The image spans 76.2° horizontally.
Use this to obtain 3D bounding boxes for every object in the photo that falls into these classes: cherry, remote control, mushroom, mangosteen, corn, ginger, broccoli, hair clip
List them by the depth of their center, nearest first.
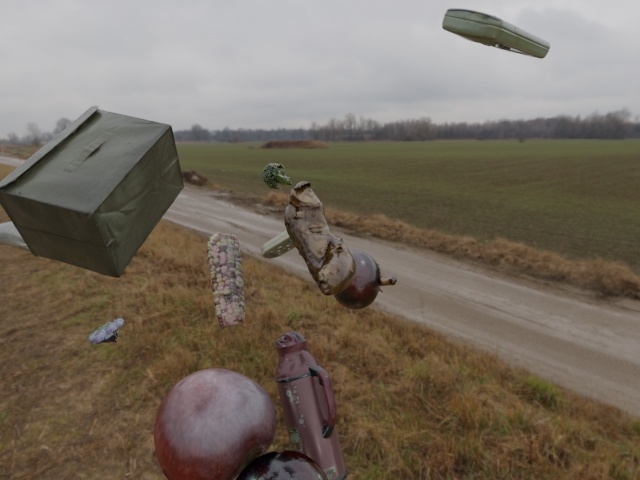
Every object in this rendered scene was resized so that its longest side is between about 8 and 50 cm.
[{"bbox_3d":[0.294,-0.339,0.675,0.233,0.038,0.098,-15,41,-43],"label":"remote control"},{"bbox_3d":[-0.061,0.492,0.731,0.216,0.216,0.216,0,14,0],"label":"mangosteen"},{"bbox_3d":[-0.216,0.357,0.811,0.239,0.206,0.239,9,52,-11],"label":"cherry"},{"bbox_3d":[-0.002,0.007,0.880,0.107,0.133,0.309,-16,51,-15],"label":"ginger"},{"bbox_3d":[-0.250,0.103,1.093,0.092,0.281,0.092,-11,-28,-6],"label":"corn"},{"bbox_3d":[-0.125,-0.187,1.181,0.092,0.097,0.095,12,44,8],"label":"broccoli"},{"bbox_3d":[-0.090,-0.007,1.231,0.221,0.042,0.078,-31,-27,26],"label":"remote control"},{"bbox_3d":[-0.991,-0.013,1.317,0.270,0.103,0.118,-2,25,15],"label":"mushroom"},{"bbox_3d":[-0.732,0.318,1.406,0.124,0.052,0.195,-31,16,-32],"label":"hair clip"},{"bbox_3d":[0.175,0.162,1.644,0.261,0.236,0.235,5,14,-4],"label":"mangosteen"}]

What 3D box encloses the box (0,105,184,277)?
[{"bbox_3d":[-0.352,-0.087,0.666,0.149,0.155,0.231,14,47,4],"label":"box"}]

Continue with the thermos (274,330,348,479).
[{"bbox_3d":[-0.030,0.368,0.915,0.109,0.330,0.136,-12,-11,-15],"label":"thermos"}]
